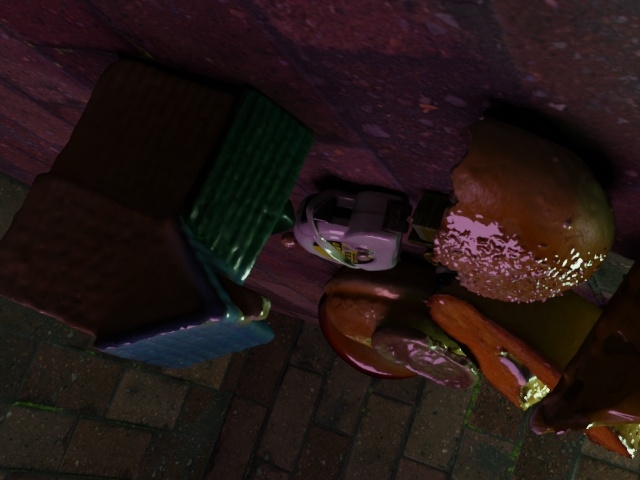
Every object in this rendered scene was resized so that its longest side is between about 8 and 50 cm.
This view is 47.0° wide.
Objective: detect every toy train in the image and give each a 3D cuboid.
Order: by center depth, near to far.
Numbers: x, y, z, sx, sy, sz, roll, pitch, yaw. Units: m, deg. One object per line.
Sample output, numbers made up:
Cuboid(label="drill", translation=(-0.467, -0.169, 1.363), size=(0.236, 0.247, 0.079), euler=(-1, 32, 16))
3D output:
Cuboid(label="toy train", translation=(0.236, -0.006, 1.116), size=(0.226, 0.090, 0.137), euler=(13, 160, 31))

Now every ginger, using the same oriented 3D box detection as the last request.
Cuboid(label="ginger", translation=(0.000, 0.000, 1.639), size=(0.193, 0.052, 0.176), euler=(11, 168, 5))

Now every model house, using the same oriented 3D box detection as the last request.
Cuboid(label="model house", translation=(-0.187, -0.012, 1.050), size=(0.343, 0.381, 0.334), euler=(19, 169, 12))

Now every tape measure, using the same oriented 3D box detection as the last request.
Cuboid(label="tape measure", translation=(0.052, -0.017, 1.275), size=(0.197, 0.120, 0.236), euler=(12, 163, 7))

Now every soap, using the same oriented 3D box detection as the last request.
Cuboid(label="soap", translation=(0.502, 0.216, 0.974), size=(0.339, 0.304, 0.169), euler=(32, 176, 21))

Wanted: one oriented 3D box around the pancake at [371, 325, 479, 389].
Cuboid(label="pancake", translation=(0.216, 0.249, 1.532), size=(0.236, 0.042, 0.222), euler=(37, 152, -27))

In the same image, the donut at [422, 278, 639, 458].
Cuboid(label="donut", translation=(0.390, 0.179, 1.319), size=(0.377, 0.163, 0.435), euler=(46, 170, -18))

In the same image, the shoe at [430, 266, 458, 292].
Cuboid(label="shoe", translation=(0.299, 0.097, 1.524), size=(0.143, 0.071, 0.064), euler=(21, 169, -15))

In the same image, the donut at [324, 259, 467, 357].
Cuboid(label="donut", translation=(0.219, 0.174, 1.714), size=(0.449, 0.198, 0.449), euler=(18, 166, 5))

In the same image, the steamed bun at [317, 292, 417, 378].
Cuboid(label="steamed bun", translation=(0.170, 0.266, 2.097), size=(0.380, 0.248, 0.235), euler=(19, 169, -3))

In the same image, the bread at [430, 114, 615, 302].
Cuboid(label="bread", translation=(0.240, -0.010, 0.871), size=(0.192, 0.171, 0.314), euler=(21, 170, 12))
